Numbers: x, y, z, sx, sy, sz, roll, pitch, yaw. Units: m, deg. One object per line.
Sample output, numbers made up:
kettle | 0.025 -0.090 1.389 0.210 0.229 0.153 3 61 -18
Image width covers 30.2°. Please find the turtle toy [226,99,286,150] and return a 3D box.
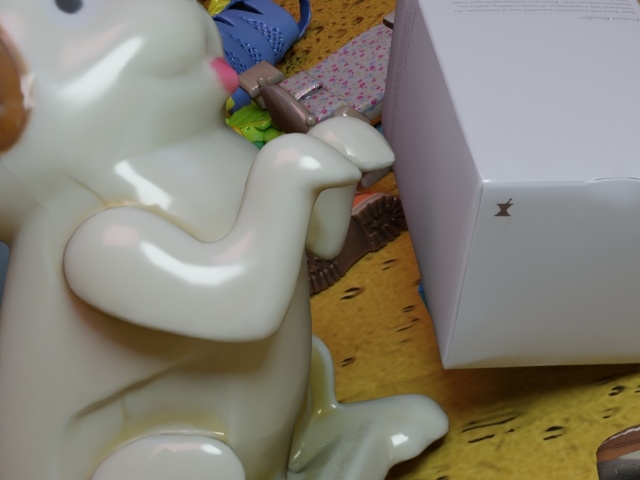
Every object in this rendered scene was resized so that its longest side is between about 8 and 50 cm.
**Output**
turtle toy | -0.067 -0.124 1.395 0.095 0.066 0.130 -36 30 -13

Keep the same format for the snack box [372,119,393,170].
snack box | 0.125 -0.125 1.258 0.141 0.037 0.100 -37 31 -14

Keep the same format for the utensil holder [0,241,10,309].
utensil holder | -0.397 -0.002 1.089 0.386 0.327 0.327 -11 34 24

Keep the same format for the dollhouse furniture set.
dollhouse furniture set | 0.084 -0.234 1.233 0.303 0.173 0.355 -34 37 -11

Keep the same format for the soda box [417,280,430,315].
soda box | 0.147 -0.005 1.016 0.067 0.071 0.210 -12 34 28

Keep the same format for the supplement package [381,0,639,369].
supplement package | 0.158 -0.068 0.886 0.178 0.175 0.293 0 41 -8

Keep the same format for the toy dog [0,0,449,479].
toy dog | -0.126 0.013 0.819 0.396 0.407 0.284 -12 12 28

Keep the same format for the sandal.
sandal | -0.091 -0.273 1.601 0.138 0.126 0.317 -15 33 16

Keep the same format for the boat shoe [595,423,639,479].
boat shoe | 0.319 0.114 0.650 0.324 0.122 0.120 -9 29 18

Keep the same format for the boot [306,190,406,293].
boot | 0.000 0.000 1.160 0.158 0.059 0.085 -30 25 -18
